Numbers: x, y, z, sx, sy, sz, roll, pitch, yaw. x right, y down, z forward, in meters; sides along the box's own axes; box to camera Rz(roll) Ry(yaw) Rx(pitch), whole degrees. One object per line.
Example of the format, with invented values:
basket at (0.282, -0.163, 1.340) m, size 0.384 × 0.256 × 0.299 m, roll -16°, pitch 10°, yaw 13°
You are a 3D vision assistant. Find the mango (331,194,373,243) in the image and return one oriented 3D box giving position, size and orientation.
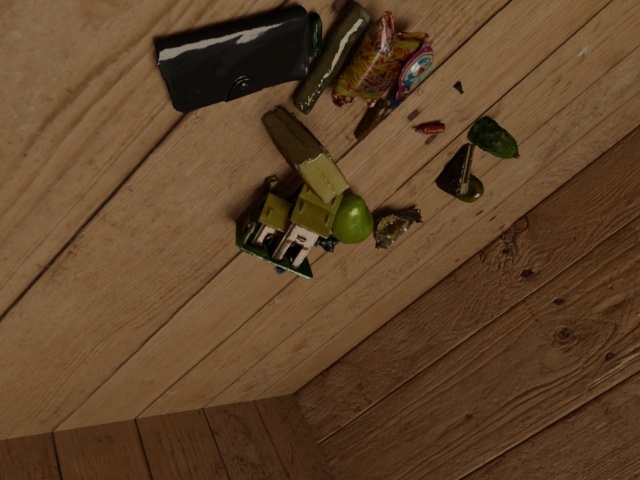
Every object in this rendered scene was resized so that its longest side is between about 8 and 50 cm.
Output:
mango at (0.124, -0.087, 1.831) m, size 0.185 × 0.149 × 0.273 m, roll -29°, pitch 147°, yaw 7°

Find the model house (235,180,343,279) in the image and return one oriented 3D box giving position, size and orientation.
model house at (-0.101, -0.106, 1.559) m, size 0.300 × 0.340 × 0.324 m, roll 26°, pitch 109°, yaw -21°

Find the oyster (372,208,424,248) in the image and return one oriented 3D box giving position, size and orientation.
oyster at (0.380, -0.085, 2.115) m, size 0.337 × 0.133 × 0.198 m, roll -20°, pitch 147°, yaw -28°

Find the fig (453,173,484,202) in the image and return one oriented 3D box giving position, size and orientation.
fig at (0.751, -0.268, 2.227) m, size 0.165 × 0.154 × 0.144 m, roll 0°, pitch 165°, yaw 2°

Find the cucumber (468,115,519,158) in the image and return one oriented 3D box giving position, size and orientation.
cucumber at (0.766, -0.425, 1.866) m, size 0.134 × 0.244 × 0.134 m, roll -23°, pitch 144°, yaw -18°

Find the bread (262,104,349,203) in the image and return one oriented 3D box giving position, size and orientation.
bread at (-0.050, -0.257, 1.295) m, size 0.111 × 0.239 × 0.246 m, roll -41°, pitch 153°, yaw 1°

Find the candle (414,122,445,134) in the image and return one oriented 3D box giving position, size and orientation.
candle at (0.428, -0.433, 1.702) m, size 0.162 × 0.048 × 0.053 m, roll -14°, pitch 164°, yaw -32°

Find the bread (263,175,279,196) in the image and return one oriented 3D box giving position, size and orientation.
bread at (-0.169, -0.182, 1.495) m, size 0.047 × 0.036 × 0.083 m, roll -17°, pitch 151°, yaw -26°

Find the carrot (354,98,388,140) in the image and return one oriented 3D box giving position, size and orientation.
carrot at (0.173, -0.408, 1.477) m, size 0.055 × 0.055 × 0.161 m, roll -5°, pitch 143°, yaw -42°

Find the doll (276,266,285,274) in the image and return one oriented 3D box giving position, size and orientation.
doll at (-0.154, 0.103, 1.936) m, size 0.110 × 0.067 × 0.206 m, roll -33°, pitch 167°, yaw -32°

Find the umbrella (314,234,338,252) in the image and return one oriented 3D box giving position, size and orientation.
umbrella at (0.002, -0.001, 1.927) m, size 0.224 × 0.071 × 0.080 m, roll 19°, pitch 95°, yaw -50°

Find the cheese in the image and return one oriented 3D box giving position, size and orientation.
cheese at (0.291, -0.525, 1.391) m, size 0.155 × 0.062 × 0.244 m, roll -29°, pitch 159°, yaw -38°

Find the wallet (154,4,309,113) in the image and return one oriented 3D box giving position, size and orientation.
wallet at (-0.202, -0.434, 1.053) m, size 0.377 × 0.051 × 0.197 m, roll -22°, pitch 149°, yaw -17°

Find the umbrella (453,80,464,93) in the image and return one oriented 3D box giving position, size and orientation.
umbrella at (0.519, -0.568, 1.617) m, size 0.031 × 0.020 × 0.083 m, roll -42°, pitch 156°, yaw 18°

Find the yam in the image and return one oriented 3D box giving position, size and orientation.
yam at (0.023, -0.487, 1.181) m, size 0.071 × 0.067 × 0.317 m, roll -17°, pitch 152°, yaw -54°

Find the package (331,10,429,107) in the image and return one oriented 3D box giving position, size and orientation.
package at (0.163, -0.511, 1.254) m, size 0.223 × 0.108 × 0.288 m, roll -9°, pitch 151°, yaw -47°

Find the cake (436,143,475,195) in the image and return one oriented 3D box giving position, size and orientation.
cake at (0.643, -0.346, 2.071) m, size 0.112 × 0.135 × 0.246 m, roll -22°, pitch 123°, yaw -44°

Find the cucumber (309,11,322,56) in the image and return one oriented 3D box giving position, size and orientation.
cucumber at (-0.017, -0.524, 1.101) m, size 0.048 × 0.048 × 0.105 m, roll -23°, pitch 150°, yaw -19°
